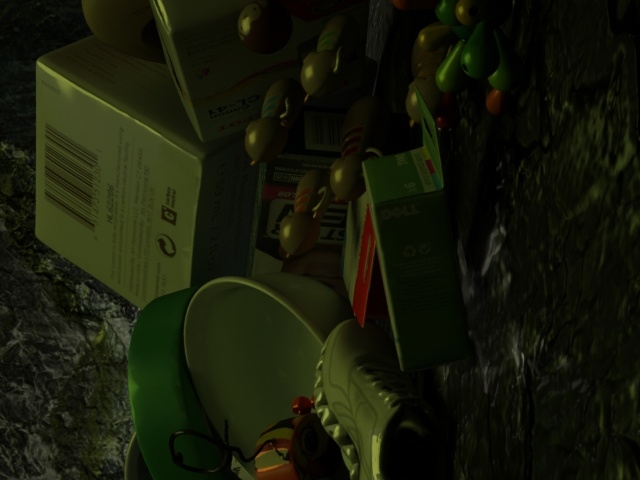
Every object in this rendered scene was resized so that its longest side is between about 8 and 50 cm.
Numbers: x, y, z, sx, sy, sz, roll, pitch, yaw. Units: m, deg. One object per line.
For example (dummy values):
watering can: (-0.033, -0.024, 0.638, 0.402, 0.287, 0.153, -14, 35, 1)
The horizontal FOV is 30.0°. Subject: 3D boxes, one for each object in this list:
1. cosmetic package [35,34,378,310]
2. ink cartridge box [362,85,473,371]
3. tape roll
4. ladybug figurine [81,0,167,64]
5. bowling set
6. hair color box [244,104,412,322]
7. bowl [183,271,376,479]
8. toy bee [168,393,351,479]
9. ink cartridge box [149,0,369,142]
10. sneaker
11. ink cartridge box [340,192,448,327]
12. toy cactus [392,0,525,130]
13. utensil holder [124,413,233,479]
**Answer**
cosmetic package: (-0.175, -0.135, 1.797, 0.394, 0.327, 0.329, -35, -34, -42)
ink cartridge box: (0.075, -0.010, 0.995, 0.109, 0.062, 0.209, -96, -5, -67)
tape roll: (-0.135, 0.217, 1.563, 0.321, 0.077, 0.321, -16, -90, -71)
ladybug figurine: (-0.122, -0.344, 1.532, 0.449, 0.305, 0.161, 2, -112, -58)
bowling set: (-0.014, -0.127, 1.149, 0.287, 0.200, 0.154, -51, 12, 33)
hair color box: (0.000, 0.000, 1.492, 0.105, 0.174, 0.347, -92, 9, -46)
bowl: (-0.010, 0.152, 1.360, 0.298, 0.134, 0.297, 29, 133, 36)
toy bee: (-0.001, 0.237, 1.194, 0.162, 0.195, 0.298, -64, -34, -44)
ink cartridge box: (-0.067, -0.250, 1.338, 0.306, 0.226, 0.131, 85, 163, -73)
sneaker: (0.065, 0.170, 1.090, 0.292, 0.110, 0.118, -103, 25, -47)
ink cartridge box: (0.073, -0.001, 1.224, 0.231, 0.078, 0.134, -106, 22, -75)
toy cactus: (0.120, -0.198, 0.912, 0.219, 0.112, 0.180, 84, -162, -63)
utensil holder: (-0.171, 0.344, 2.155, 0.385, 0.328, 0.327, -105, 21, -77)
